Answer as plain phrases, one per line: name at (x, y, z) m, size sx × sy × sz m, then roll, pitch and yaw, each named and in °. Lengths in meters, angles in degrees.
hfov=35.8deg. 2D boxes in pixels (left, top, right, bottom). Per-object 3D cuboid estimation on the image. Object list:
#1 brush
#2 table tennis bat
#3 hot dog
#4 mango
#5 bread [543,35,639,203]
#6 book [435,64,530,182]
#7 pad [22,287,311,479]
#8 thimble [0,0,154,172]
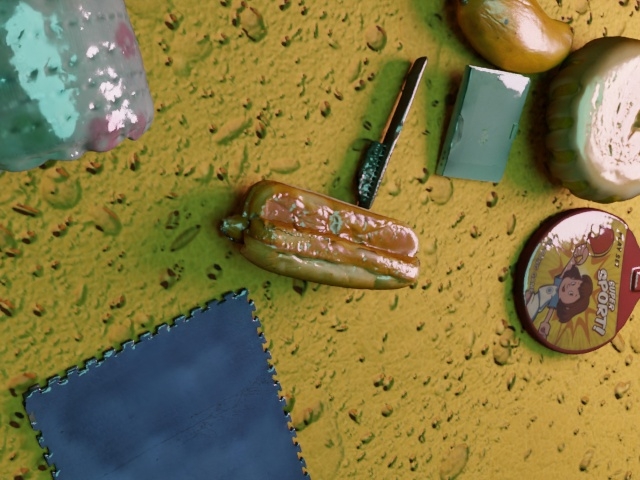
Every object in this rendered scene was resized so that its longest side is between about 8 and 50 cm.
brush at (0.075, -0.126, 1.131) m, size 0.028 × 0.034 × 0.190 m, roll 24°, pitch 85°, yaw -17°
table tennis bat at (0.387, 0.054, 1.358) m, size 0.310 × 0.038 × 0.200 m, roll -1°, pitch 99°, yaw -29°
hot dog at (0.000, 0.000, 1.076) m, size 0.249 × 0.076 × 0.102 m, roll 13°, pitch 65°, yaw -32°
mango at (0.231, -0.254, 1.187) m, size 0.190 × 0.075 × 0.098 m, roll 19°, pitch 97°, yaw -39°
bread at (0.362, -0.154, 1.266) m, size 0.213 × 0.105 × 0.213 m, roll -7°, pitch 104°, yaw -29°
book at (0.199, -0.139, 1.200) m, size 0.103 × 0.017 × 0.135 m, roll 3°, pitch 109°, yaw -33°
pad at (-0.150, 0.217, 1.050) m, size 0.270 × 0.012 × 0.268 m, roll -24°, pitch 109°, yaw -28°
thimble at (-0.257, -0.136, 0.835) m, size 0.211 × 0.185 × 0.149 m, roll -11°, pitch 104°, yaw 5°
